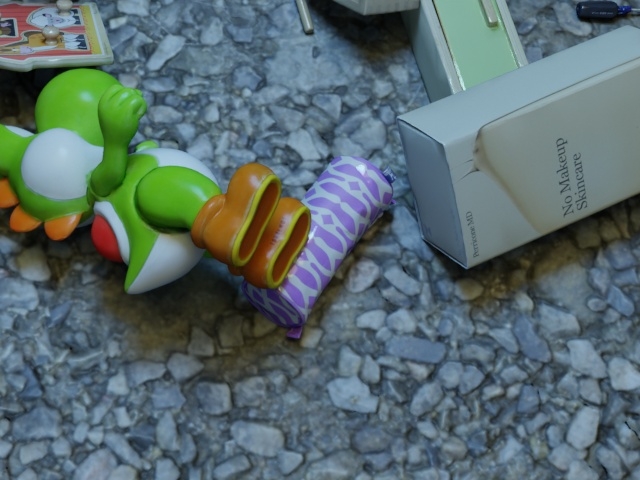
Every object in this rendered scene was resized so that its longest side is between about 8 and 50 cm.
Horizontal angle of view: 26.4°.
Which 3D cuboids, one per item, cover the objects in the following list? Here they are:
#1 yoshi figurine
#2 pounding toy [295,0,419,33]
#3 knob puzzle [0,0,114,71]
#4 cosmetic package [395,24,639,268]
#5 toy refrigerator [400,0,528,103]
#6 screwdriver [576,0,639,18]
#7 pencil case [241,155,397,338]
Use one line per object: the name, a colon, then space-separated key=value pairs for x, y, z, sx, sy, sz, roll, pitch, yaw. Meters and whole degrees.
yoshi figurine: x=-0.187 y=-0.086 z=1.428 sx=0.362 sy=0.204 sz=0.203 roll=18 pitch=30 yaw=23
pounding toy: x=0.030 y=-0.334 z=1.613 sx=0.094 sy=0.181 sz=0.206 roll=-13 pitch=32 yaw=-34
knob puzzle: x=-0.337 y=-0.237 z=1.513 sx=0.213 sy=0.030 sz=0.213 roll=3 pitch=30 yaw=-2
cosmetic package: x=0.254 y=-0.108 z=1.510 sx=0.309 sy=0.160 sz=0.113 roll=-24 pitch=29 yaw=-17
toy refrigerator: x=0.161 y=-0.267 z=1.617 sx=0.102 sy=0.094 sz=0.270 roll=-11 pitch=68 yaw=-12
screwdriver: x=0.399 y=-0.290 z=1.699 sx=0.169 sy=0.024 sz=0.025 roll=-6 pitch=96 yaw=-12
pencil case: x=0.000 y=0.000 z=1.487 sx=0.206 sy=0.086 sz=0.088 roll=-52 pitch=123 yaw=-23
